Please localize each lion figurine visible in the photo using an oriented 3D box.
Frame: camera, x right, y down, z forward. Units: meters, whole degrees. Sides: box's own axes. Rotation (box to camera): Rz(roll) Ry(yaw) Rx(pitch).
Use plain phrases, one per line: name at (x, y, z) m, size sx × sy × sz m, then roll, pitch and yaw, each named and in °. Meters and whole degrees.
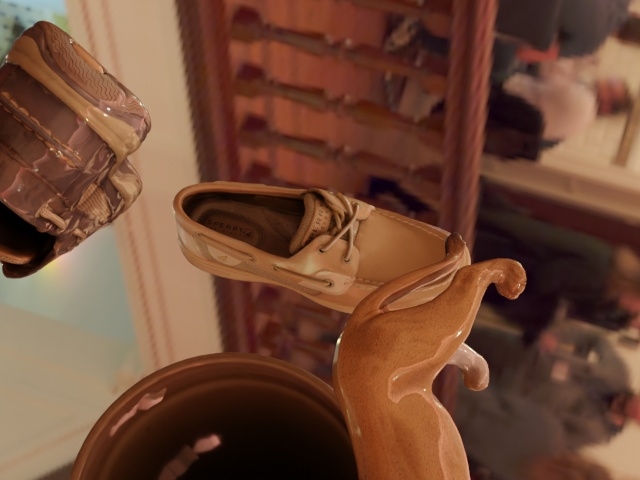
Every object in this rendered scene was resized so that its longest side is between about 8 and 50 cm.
lion figurine at (0.080, 0.178, 1.147) m, size 0.142 × 0.240 × 0.392 m, roll -41°, pitch -122°, yaw 51°

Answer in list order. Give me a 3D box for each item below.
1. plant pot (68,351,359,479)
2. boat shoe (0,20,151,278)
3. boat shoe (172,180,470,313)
plant pot at (-0.077, 0.313, 1.475) m, size 0.280 × 0.323 × 0.323 m, roll 70°, pitch 39°, yaw -66°
boat shoe at (-0.216, -0.049, 1.014) m, size 0.130 × 0.132 × 0.355 m, roll -49°, pitch 179°, yaw -15°
boat shoe at (0.000, 0.000, 1.382) m, size 0.098 × 0.302 × 0.109 m, roll 84°, pitch 18°, yaw -68°
